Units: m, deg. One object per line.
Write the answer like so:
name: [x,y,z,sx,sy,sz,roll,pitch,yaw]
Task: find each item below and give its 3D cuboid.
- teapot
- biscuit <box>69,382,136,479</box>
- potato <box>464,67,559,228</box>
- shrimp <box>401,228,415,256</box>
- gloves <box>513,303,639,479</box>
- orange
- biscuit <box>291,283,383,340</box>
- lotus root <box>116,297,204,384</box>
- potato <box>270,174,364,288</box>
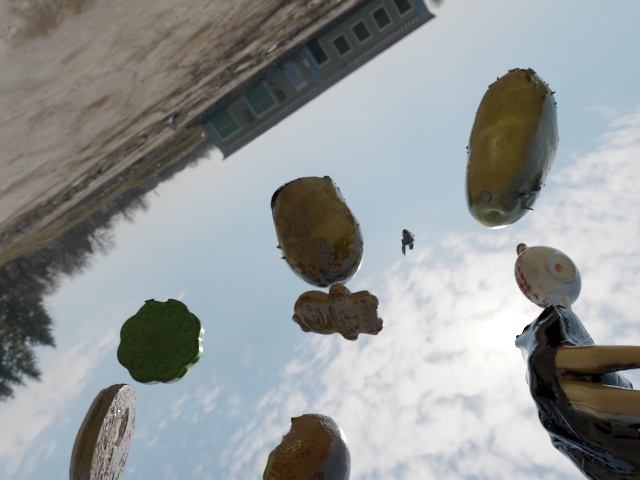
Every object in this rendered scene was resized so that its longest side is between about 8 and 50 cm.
teapot: [0.543,0.098,1.107,0.116,0.159,0.245,135,-40,-55]
biscuit: [-0.338,0.318,0.719,0.049,0.208,0.181,8,-153,-4]
potato: [0.319,-0.158,0.783,0.140,0.173,0.300,0,-123,33]
shrimp: [0.233,0.003,1.237,0.038,0.092,0.029,-21,-133,-17]
gloves: [0.340,0.202,0.539,0.152,0.197,0.301,-39,-169,-4]
orange: [-0.018,0.700,1.419,0.196,0.262,0.335,0,-164,31]
biscuit: [0.029,0.138,0.888,0.184,0.133,0.027,8,-143,16]
lotus root: [-0.327,0.236,1.032,0.186,0.186,0.186,-31,-161,12]
potato: [0.000,0.000,1.162,0.229,0.229,0.266,-35,-133,2]
